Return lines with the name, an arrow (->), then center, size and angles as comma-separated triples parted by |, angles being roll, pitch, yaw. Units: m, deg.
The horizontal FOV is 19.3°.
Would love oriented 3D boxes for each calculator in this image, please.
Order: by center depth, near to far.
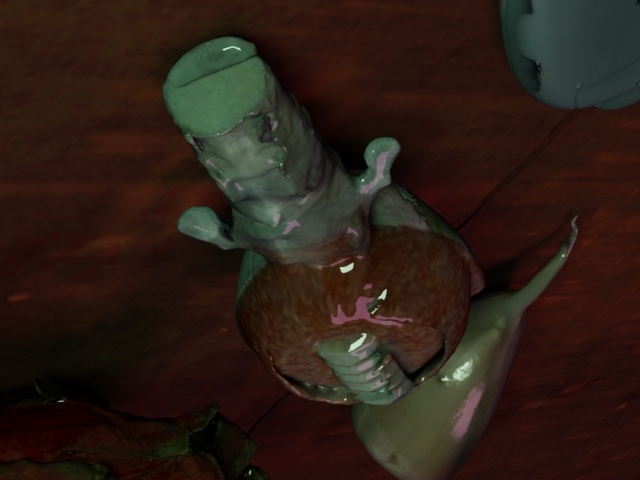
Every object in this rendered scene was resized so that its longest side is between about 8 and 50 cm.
calculator -> 0.189, -0.151, 1.068 | 0.185, 0.041, 0.299 | -28, 155, -3

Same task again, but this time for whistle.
whistle -> 0.001, 0.001, 1.074 | 0.142, 0.134, 0.346 | 3, 156, 20

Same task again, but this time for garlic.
garlic -> 0.107, 0.096, 1.424 | 0.128, 0.148, 0.266 | 22, 141, -15

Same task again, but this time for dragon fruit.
dragon fruit -> -0.170, 0.202, 1.154 | 0.299, 0.244, 0.244 | -39, 157, -6
